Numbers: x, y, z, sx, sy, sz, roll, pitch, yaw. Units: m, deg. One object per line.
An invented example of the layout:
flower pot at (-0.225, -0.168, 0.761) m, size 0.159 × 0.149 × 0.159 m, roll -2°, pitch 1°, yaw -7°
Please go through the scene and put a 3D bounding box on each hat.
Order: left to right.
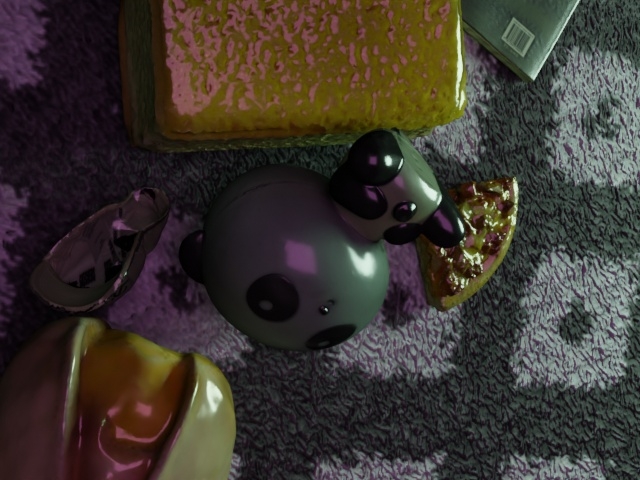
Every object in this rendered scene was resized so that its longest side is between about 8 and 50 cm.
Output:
hat at (-0.191, 0.021, 0.863) m, size 0.122 × 0.166 × 0.081 m, roll -18°, pitch 113°, yaw 2°

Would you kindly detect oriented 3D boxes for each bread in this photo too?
bread at (-0.025, -0.251, 0.908) m, size 0.333 × 0.143 × 0.323 m, roll -5°, pitch 97°, yaw -23°

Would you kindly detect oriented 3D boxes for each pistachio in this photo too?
pistachio at (-0.194, 0.208, 0.827) m, size 0.230 × 0.230 × 0.309 m, roll 9°, pitch 125°, yaw -23°

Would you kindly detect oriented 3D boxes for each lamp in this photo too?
lamp at (0.000, 0.000, 0.897) m, size 0.244 × 0.197 × 0.198 m, roll -35°, pitch 111°, yaw 23°

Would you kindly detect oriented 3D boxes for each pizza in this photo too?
pizza at (0.156, -0.006, 1.056) m, size 0.134 × 0.046 × 0.175 m, roll 23°, pitch 86°, yaw -23°

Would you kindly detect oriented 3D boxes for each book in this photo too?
book at (0.241, -0.319, 1.078) m, size 0.160 × 0.024 × 0.228 m, roll 34°, pitch 81°, yaw -23°
